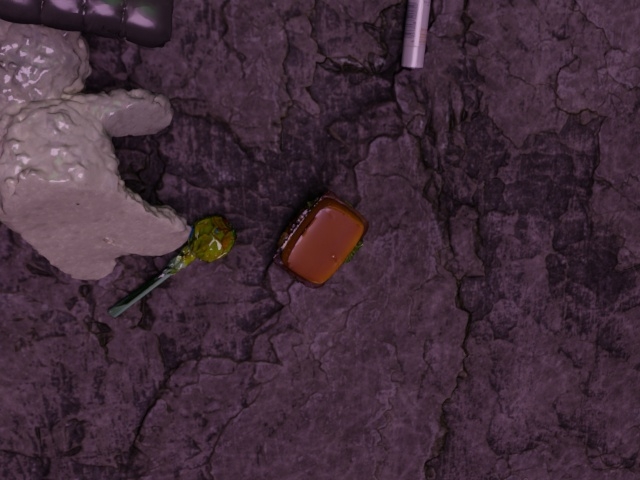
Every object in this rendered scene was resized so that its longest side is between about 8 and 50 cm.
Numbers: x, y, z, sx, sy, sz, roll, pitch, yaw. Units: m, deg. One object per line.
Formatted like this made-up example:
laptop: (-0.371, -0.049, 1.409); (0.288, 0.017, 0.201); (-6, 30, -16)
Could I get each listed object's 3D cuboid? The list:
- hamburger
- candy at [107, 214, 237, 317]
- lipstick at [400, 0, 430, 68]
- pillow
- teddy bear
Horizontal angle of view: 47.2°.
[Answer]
hamburger: (0.000, 0.000, 1.280); (0.137, 0.087, 0.166); (38, 95, -25)
candy: (-0.254, 0.049, 1.236); (0.262, 0.077, 0.073); (-36, 112, 6)
lipstick: (0.162, -0.364, 1.236); (0.040, 0.040, 0.141); (-1, 108, -17)
pillow: (-0.307, -0.415, 0.965); (0.228, 0.101, 0.326); (5, 73, -20)
teddy bear: (-0.379, -0.181, 1.083); (0.327, 0.362, 0.375); (-19, 155, 10)
